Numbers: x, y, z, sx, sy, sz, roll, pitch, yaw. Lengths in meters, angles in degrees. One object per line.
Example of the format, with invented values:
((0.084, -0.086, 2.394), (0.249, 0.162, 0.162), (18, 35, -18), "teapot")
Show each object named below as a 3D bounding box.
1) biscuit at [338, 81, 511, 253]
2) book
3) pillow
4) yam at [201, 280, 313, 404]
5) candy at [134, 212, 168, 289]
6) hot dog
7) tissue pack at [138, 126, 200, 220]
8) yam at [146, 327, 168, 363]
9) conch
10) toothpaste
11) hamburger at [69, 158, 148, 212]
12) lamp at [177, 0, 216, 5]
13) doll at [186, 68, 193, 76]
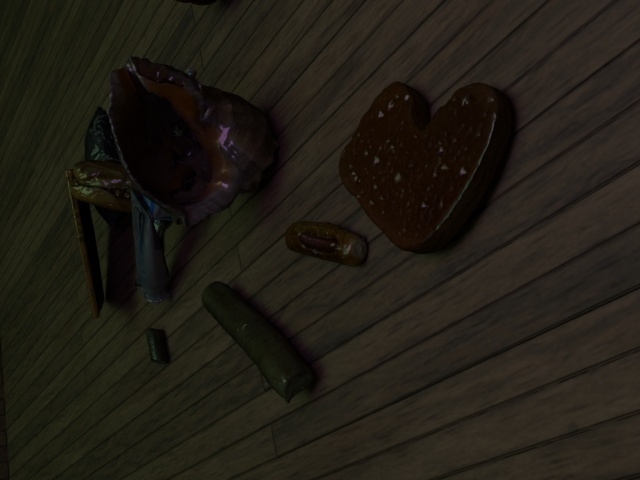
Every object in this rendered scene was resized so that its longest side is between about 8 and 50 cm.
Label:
((0.146, -0.131, 1.140), (0.277, 0.052, 0.262), (51, 123, 45), "biscuit")
((-0.625, -0.002, 2.118), (0.269, 0.032, 0.389), (-151, 52, -76), "book")
((-0.591, -0.207, 2.182), (0.161, 0.092, 0.335), (-44, 53, 46), "pillow")
((-0.124, 0.177, 1.487), (0.371, 0.083, 0.083), (39, 119, 52), "yam")
((-0.415, 0.024, 1.947), (0.094, 0.051, 0.226), (35, 116, 48), "candy")
((0.000, 0.000, 1.346), (0.215, 0.047, 0.066), (15, 98, 55), "hot dog")
((-0.331, -0.194, 1.754), (0.263, 0.146, 0.198), (52, 130, 44), "tissue pack")
((-0.392, 0.255, 1.904), (0.043, 0.043, 0.094), (-44, 52, 45), "yam")
((-0.261, -0.173, 1.480), (0.210, 0.352, 0.297), (-29, 33, 54), "conch")
((-0.388, 0.018, 1.792), (0.114, 0.073, 0.299), (52, 153, 39), "toothpaste")
((-0.507, -0.139, 1.960), (0.213, 0.213, 0.108), (30, 108, 52), "hamburger")
((-0.265, -0.587, 1.658), (0.164, 0.187, 0.188), (27, 109, 58), "lamp")
((-0.374, -0.323, 1.875), (0.227, 0.057, 0.114), (-35, 91, 24), "doll")
